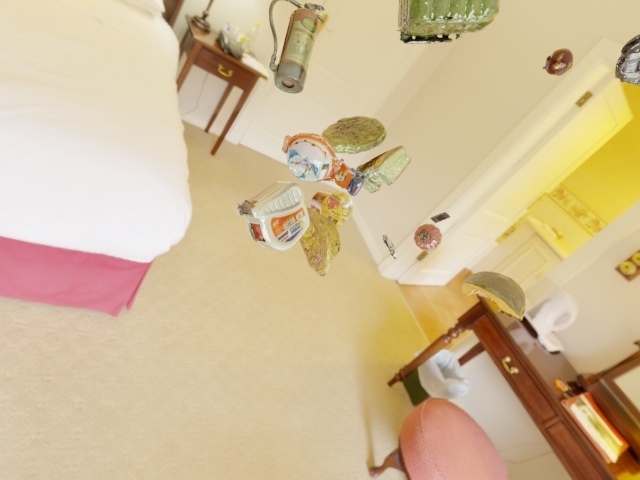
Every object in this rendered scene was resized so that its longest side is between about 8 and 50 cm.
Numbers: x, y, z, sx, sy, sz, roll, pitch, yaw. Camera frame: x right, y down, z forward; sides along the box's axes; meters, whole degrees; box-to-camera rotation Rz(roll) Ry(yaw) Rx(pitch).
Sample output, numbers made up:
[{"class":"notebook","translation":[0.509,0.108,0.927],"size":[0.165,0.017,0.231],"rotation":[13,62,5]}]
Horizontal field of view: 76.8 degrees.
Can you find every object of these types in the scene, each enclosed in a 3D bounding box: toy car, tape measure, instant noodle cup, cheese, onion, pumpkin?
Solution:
[{"class":"toy car","translation":[0.235,0.021,1.355],"size":[0.093,0.025,0.041],"rotation":[63,6,13]},{"class":"tape measure","translation":[-0.171,-0.093,1.543],"size":[0.130,0.264,0.258],"rotation":[9,37,38]},{"class":"instant noodle cup","translation":[0.053,-0.195,2.319],"size":[0.216,0.215,0.172],"rotation":[20,7,-35]},{"class":"cheese","translation":[0.008,-0.277,1.464],"size":[0.330,0.217,0.129],"rotation":[31,53,0]},{"class":"onion","translation":[1.028,-0.771,1.739],"size":[0.119,0.119,0.117],"rotation":[32,47,-16]},{"class":"pumpkin","translation":[0.661,0.168,1.571],"size":[0.169,0.148,0.312],"rotation":[47,-11,-26]}]

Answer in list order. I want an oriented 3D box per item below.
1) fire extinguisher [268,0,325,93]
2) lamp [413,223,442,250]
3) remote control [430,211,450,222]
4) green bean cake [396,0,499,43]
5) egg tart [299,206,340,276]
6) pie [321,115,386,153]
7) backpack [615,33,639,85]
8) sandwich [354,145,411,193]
[{"class":"fire extinguisher","translation":[-0.097,-0.742,1.462],"size":[0.200,0.113,0.375],"rotation":[27,71,-43]},{"class":"lamp","translation":[0.414,-0.013,1.560],"size":[0.092,0.107,0.107],"rotation":[5,43,-55]},{"class":"remote control","translation":[0.543,-0.105,1.825],"size":[0.039,0.096,0.014],"rotation":[41,61,-14]},{"class":"green bean cake","translation":[0.450,-0.853,1.478],"size":[0.336,0.217,0.319],"rotation":[-4,20,4]},{"class":"egg tart","translation":[-0.002,-0.003,1.928],"size":[0.129,0.341,0.341],"rotation":[-13,53,-26]},{"class":"pie","translation":[0.159,-0.531,1.991],"size":[0.324,0.070,0.323],"rotation":[-5,48,6]},{"class":"backpack","translation":[1.082,-0.592,1.289],"size":[0.133,0.259,0.206],"rotation":[-83,156,-49]},{"class":"sandwich","translation":[0.284,-0.324,1.829],"size":[0.122,0.236,0.128],"rotation":[42,42,-27]}]
